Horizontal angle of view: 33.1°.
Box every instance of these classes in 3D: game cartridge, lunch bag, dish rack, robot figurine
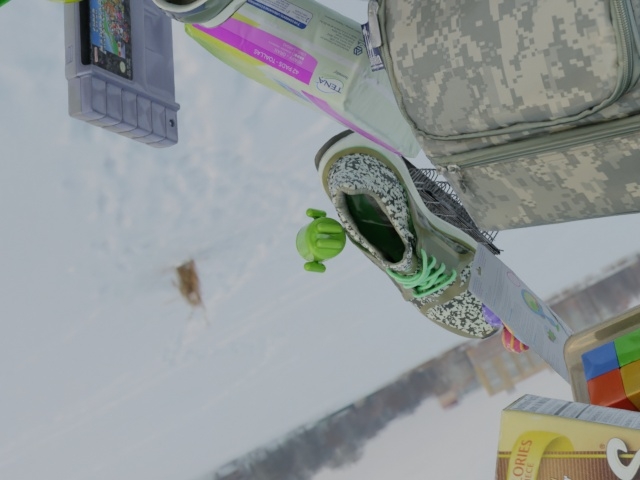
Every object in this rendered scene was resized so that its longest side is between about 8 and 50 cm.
[{"bbox_3d":[-0.310,-0.340,1.684,0.068,0.355,0.230,-9,168,23],"label":"game cartridge"},{"bbox_3d":[0.211,-0.167,0.957,0.305,0.256,0.212,-6,-144,49],"label":"lunch bag"},{"bbox_3d":[0.228,-0.058,1.918,0.074,0.208,0.271,-53,-168,-3],"label":"dish rack"},{"bbox_3d":[0.000,0.000,1.694,0.067,0.101,0.115,2,173,-16],"label":"robot figurine"}]

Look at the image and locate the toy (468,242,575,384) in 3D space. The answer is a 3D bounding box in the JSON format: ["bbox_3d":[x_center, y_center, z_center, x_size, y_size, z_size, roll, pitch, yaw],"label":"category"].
[{"bbox_3d":[0.286,0.124,1.512,0.056,0.237,0.137,-46,-171,29],"label":"toy"}]

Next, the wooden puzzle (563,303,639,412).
[{"bbox_3d":[0.445,0.189,1.260,0.322,0.348,0.080,-28,131,25],"label":"wooden puzzle"}]

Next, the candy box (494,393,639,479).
[{"bbox_3d":[0.287,0.231,0.792,0.316,0.183,0.087,6,-178,22],"label":"candy box"}]

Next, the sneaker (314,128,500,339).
[{"bbox_3d":[0.132,0.026,1.656,0.158,0.410,0.182,-37,-163,24],"label":"sneaker"}]

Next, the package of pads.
[{"bbox_3d":[-0.001,-0.204,1.255,0.101,0.229,0.296,-62,158,3],"label":"package of pads"}]

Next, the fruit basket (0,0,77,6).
[{"bbox_3d":[-0.356,-0.404,1.380,0.392,0.392,0.283,-24,164,-18],"label":"fruit basket"}]

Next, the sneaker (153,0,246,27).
[{"bbox_3d":[-0.070,-0.253,0.907,0.192,0.064,0.086,-42,165,27],"label":"sneaker"}]
